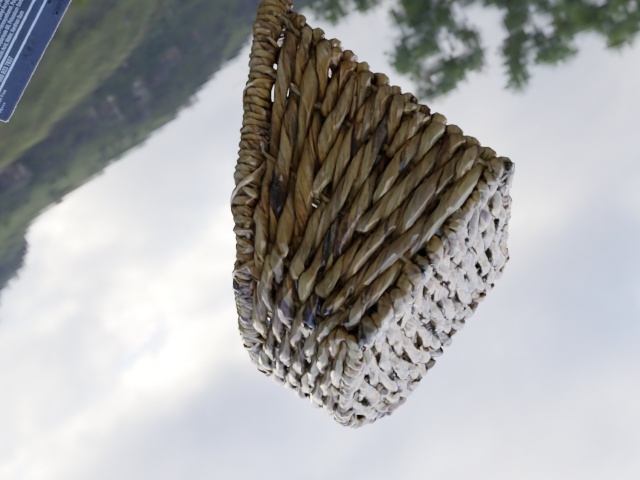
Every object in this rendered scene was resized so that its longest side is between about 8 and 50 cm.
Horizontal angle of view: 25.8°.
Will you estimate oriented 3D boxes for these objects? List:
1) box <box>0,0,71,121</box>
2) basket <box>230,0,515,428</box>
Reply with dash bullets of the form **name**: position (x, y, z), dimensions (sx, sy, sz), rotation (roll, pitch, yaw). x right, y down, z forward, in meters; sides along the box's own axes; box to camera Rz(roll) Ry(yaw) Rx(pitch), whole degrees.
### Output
- **box**: position (-0.426, -0.336, 1.557), dimensions (0.296, 0.294, 0.182), rotation (-52, -152, 35)
- **basket**: position (0.000, 0.000, 1.066), dimensions (0.213, 0.223, 0.299), rotation (-51, 166, -8)
